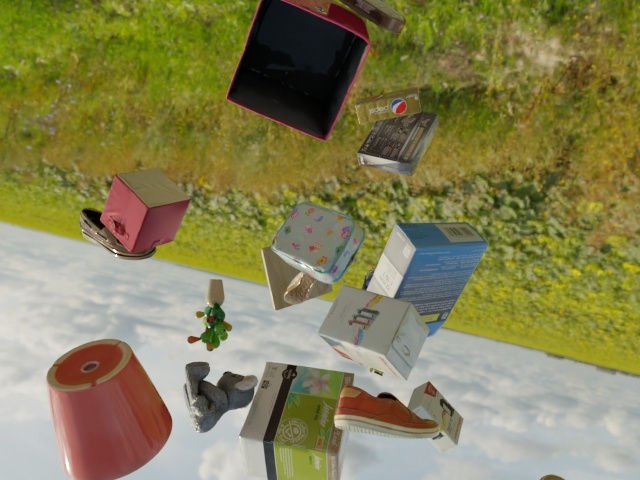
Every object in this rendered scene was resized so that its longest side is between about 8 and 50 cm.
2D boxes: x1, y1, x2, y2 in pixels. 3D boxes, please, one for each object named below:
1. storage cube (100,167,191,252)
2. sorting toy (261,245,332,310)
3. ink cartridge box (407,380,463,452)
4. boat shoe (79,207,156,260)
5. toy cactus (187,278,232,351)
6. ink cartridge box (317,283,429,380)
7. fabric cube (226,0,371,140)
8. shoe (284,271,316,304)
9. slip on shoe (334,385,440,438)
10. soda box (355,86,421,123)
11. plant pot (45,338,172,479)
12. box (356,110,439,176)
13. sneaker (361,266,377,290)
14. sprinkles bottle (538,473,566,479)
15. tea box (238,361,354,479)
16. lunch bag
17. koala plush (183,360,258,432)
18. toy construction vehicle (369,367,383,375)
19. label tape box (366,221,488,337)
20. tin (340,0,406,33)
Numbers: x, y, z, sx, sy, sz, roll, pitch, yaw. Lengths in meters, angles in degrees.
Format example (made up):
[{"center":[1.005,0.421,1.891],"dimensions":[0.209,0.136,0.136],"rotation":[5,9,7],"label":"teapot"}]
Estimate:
[{"center":[-0.581,-0.104,1.955],"dimensions":[0.183,0.193,0.215],"rotation":[42,-149,19],"label":"storage cube"},{"center":[-0.102,0.112,2.341],"dimensions":[0.255,0.257,0.089],"rotation":[-17,-161,-20],"label":"sorting toy"},{"center":[0.363,0.556,1.860],"dimensions":[0.175,0.072,0.127],"rotation":[47,-147,-4],"label":"ink cartridge box"},{"center":[-0.701,-0.024,2.004],"dimensions":[0.307,0.111,0.104],"rotation":[17,131,17],"label":"boat shoe"},{"center":[-0.287,0.191,1.539],"dimensions":[0.112,0.181,0.219],"rotation":[2,177,-10],"label":"toy cactus"},{"center":[0.114,0.191,1.236],"dimensions":[0.176,0.127,0.128],"rotation":[13,154,39],"label":"ink cartridge box"},{"center":[-0.047,-0.435,1.381],"dimensions":[0.254,0.259,0.258],"rotation":[21,-148,-11],"label":"fabric cube"},{"center":[-0.062,0.156,2.055],"dimensions":[0.076,0.058,0.219],"rotation":[29,137,-9],"label":"shoe"},{"center":[0.168,0.413,1.392],"dimensions":[0.331,0.101,0.123],"rotation":[24,151,-35],"label":"slip on shoe"},{"center":[0.194,-0.387,1.691],"dimensions":[0.181,0.061,0.058],"rotation":[-9,-151,13],"label":"soda box"},{"center":[-0.515,0.388,1.402],"dimensions":[0.274,0.243,0.275],"rotation":[-6,-154,3],"label":"plant pot"},{"center":[0.245,-0.318,1.848],"dimensions":[0.183,0.231,0.056],"rotation":[16,150,25],"label":"box"},{"center":[0.288,0.179,2.167],"dimensions":[0.330,0.130,0.147],"rotation":[2,-162,-38],"label":"sneaker"},{"center":[0.433,0.654,1.337],"dimensions":[0.121,0.121,0.355],"rotation":[15,134,-19],"label":"sprinkles bottle"},{"center":[-0.066,0.614,1.973],"dimensions":[0.323,0.220,0.329],"rotation":[6,-144,9],"label":"tea box"},{"center":[0.000,0.000,1.873],"dimensions":[0.279,0.224,0.108],"rotation":[23,164,37],"label":"lunch bag"},{"center":[-0.308,0.494,1.872],"dimensions":[0.221,0.203,0.196],"rotation":[-7,143,-22],"label":"koala plush"},{"center":[0.153,0.335,1.696],"dimensions":[0.098,0.086,0.035],"rotation":[26,180,-25],"label":"toy construction vehicle"},{"center":[0.262,0.118,1.581],"dimensions":[0.249,0.348,0.115],"rotation":[-3,-139,-31],"label":"label tape box"},{"center":[0.121,-0.559,1.411],"dimensions":[0.189,0.040,0.106],"rotation":[36,-152,9],"label":"tin"}]
